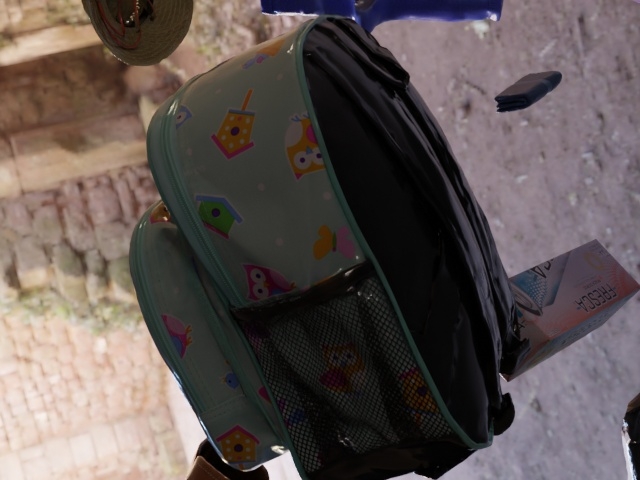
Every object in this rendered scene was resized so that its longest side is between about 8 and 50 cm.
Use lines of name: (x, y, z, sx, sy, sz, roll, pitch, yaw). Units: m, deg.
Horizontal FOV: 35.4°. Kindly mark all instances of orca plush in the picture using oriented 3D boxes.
orca plush: (0.405, 0.302, 1.140, 0.151, 0.102, 0.287, -80, -24, -77)

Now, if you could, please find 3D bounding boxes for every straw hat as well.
straw hat: (-0.189, -0.230, 0.938, 0.061, 0.144, 0.145, -1, 107, 36)

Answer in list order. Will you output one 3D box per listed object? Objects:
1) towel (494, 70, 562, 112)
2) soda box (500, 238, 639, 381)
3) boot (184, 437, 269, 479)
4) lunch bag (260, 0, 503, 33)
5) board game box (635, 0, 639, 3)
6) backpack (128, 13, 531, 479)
towel: (0.320, -0.228, 1.536, 0.067, 0.119, 0.029, -1, 114, 41)
soda box: (0.197, 0.054, 0.844, 0.063, 0.183, 0.058, 50, 127, 19)
boot: (-0.084, 0.268, 0.676, 0.220, 0.109, 0.283, -63, 12, 3)
lunch bag: (0.075, -0.309, 0.938, 0.138, 0.220, 0.293, 77, -155, -55)
board game box: (0.329, -0.137, 0.659, 0.208, 0.346, 0.056, 33, 111, 28)
backpack: (0.000, 0.000, 0.455, 0.188, 0.144, 0.166, 71, -157, -11)
